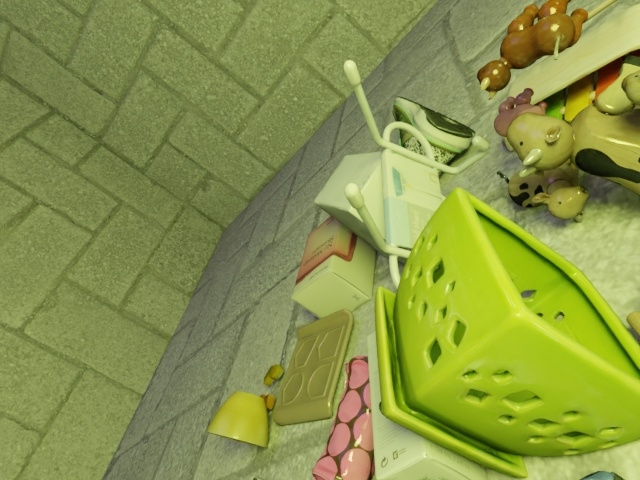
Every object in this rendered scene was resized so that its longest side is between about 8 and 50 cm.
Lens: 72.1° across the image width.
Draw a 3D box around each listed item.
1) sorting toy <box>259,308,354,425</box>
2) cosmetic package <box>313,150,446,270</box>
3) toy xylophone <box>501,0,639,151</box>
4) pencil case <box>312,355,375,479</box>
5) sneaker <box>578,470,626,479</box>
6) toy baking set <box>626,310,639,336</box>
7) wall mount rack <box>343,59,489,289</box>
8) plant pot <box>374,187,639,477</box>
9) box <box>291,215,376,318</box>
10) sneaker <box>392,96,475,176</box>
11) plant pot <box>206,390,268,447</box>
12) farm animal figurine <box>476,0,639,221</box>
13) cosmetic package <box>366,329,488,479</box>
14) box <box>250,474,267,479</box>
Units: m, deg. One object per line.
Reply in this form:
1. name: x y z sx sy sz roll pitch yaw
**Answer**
1. sorting toy: -0.039 0.297 0.992 0.307 0.041 0.229 -33 32 46
2. cosmetic package: 0.136 -0.060 0.896 0.138 0.224 0.224 -56 20 -4
3. toy xylophone: 0.457 -0.300 0.774 0.322 0.081 0.236 -17 41 60
4. pencil case: 0.053 0.293 0.698 0.098 0.095 0.209 6 52 27
5. sneaker: 0.191 0.284 0.414 0.221 0.083 0.087 -45 13 13
6. toy baking set: 0.372 0.057 0.377 0.197 0.030 0.256 -59 20 25
7. wall mount rack: 0.135 -0.089 0.652 0.130 0.303 0.350 -40 42 50
8. plant pot: 0.188 0.114 0.497 0.207 0.228 0.227 -50 19 29
9. box: 0.040 0.057 1.071 0.148 0.126 0.232 -39 24 35
10. sneaker: 0.243 -0.253 1.137 0.410 0.157 0.182 -90 22 -67
11. plant pot: -0.170 0.387 0.964 0.134 0.134 0.095 -27 42 52
12. farm animal figurine: 0.337 -0.121 0.561 0.326 0.330 0.172 26 76 42
13. cosmetic package: 0.134 0.219 0.596 0.085 0.117 0.231 -43 23 27
14. box: -0.055 0.460 0.620 0.181 0.119 0.181 -25 35 55
